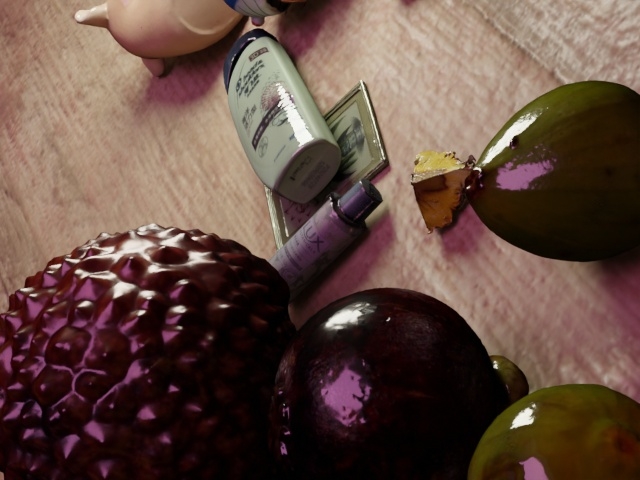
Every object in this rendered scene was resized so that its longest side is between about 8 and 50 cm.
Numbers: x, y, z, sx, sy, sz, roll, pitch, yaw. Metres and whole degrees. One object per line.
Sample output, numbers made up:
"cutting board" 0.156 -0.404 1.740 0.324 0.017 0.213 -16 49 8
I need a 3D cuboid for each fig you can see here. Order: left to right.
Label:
"fig" 0.235 0.254 1.397 0.230 0.207 0.207 -36 45 33
"fig" 0.264 -0.074 1.541 0.203 0.225 0.203 6 97 62

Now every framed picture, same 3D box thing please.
"framed picture" 0.002 -0.103 2.051 0.231 0.010 0.173 -42 42 28

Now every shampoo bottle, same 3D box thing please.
"shampoo bottle" -0.072 -0.186 2.119 0.134 0.078 0.359 -52 35 19
"shampoo bottle" 0.000 0.000 1.946 0.214 0.072 0.072 -45 41 24

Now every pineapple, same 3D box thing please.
"pineapple" 0.160 -0.078 1.797 0.114 0.077 0.114 -21 57 27

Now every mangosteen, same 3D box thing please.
"mangosteen" 0.085 0.195 1.577 0.297 0.293 0.297 48 149 43

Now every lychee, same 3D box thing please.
"lychee" -0.186 0.185 1.800 0.424 0.500 0.425 175 90 -84

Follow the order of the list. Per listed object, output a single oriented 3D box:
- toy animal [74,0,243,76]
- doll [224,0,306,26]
"toy animal" -0.254 -0.411 2.397 0.256 0.195 0.213 1 63 54
"doll" -0.043 -0.438 2.195 0.257 0.161 0.215 -19 19 27
